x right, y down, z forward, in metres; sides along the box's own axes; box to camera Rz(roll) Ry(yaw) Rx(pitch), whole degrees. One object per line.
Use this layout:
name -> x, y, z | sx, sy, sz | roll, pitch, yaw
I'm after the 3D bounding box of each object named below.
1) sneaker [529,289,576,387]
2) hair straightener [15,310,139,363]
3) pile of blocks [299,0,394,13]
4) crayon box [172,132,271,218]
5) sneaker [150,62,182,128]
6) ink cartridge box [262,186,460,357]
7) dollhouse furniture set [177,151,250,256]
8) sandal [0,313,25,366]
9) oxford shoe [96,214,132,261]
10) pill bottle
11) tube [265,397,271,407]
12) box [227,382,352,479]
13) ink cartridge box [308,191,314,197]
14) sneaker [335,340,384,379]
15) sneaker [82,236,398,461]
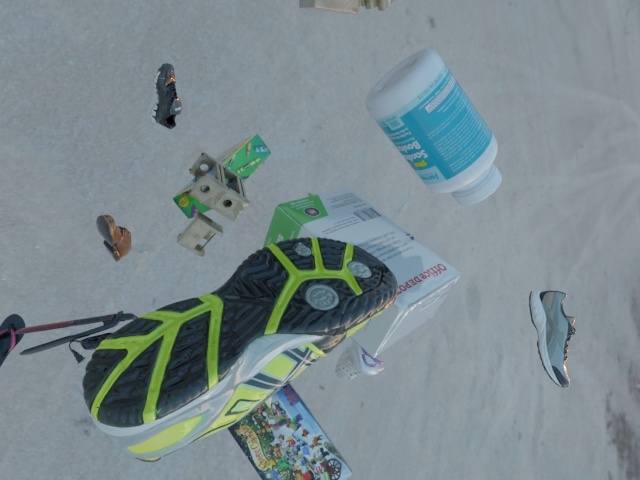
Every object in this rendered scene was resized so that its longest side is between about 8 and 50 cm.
sneaker -> 0.653, 0.269, 1.346 | 0.100, 0.107, 0.272 | 1, 79, -62
hair straightener -> -0.464, 0.196, 0.963 | 0.230, 0.047, 0.089 | -8, 85, -23
pile of blocks -> 0.045, -0.377, 0.599 | 0.362, 0.112, 0.149 | -49, 141, -32
crayon box -> -0.283, -0.191, 1.426 | 0.081, 0.165, 0.278 | 54, 44, -21
sneaker -> -0.508, -0.477, 1.647 | 0.078, 0.106, 0.234 | -41, 163, -48
ink cartridge box -> 0.070, 0.042, 0.877 | 0.211, 0.289, 0.122 | -19, 141, -47
dollhouse furniture set -> -0.282, -0.087, 1.172 | 0.129, 0.184, 0.129 | 35, 18, -30
sandal -> -0.906, 0.295, 1.395 | 0.067, 0.040, 0.179 | 24, 62, -14
oxford shoe -> -0.583, -0.020, 1.391 | 0.076, 0.212, 0.076 | -37, 75, -26
pill bottle -> 0.208, -0.185, 0.853 | 0.264, 0.146, 0.146 | 47, 51, -20
tube -> -0.118, 0.215, 0.995 | 0.070, 0.062, 0.240 | 18, 31, -13
box -> -0.065, 0.442, 1.037 | 0.159, 0.044, 0.233 | -36, 83, -8
ink cartridge box -> 0.000, 0.000, 1.417 | 0.056, 0.171, 0.235 | -29, 135, -30
sneaker -> 0.123, 0.417, 1.617 | 0.114, 0.305, 0.152 | 42, 87, 4
sneaker -> -0.073, 0.115, 0.582 | 0.384, 0.145, 0.147 | -21, 140, -28
